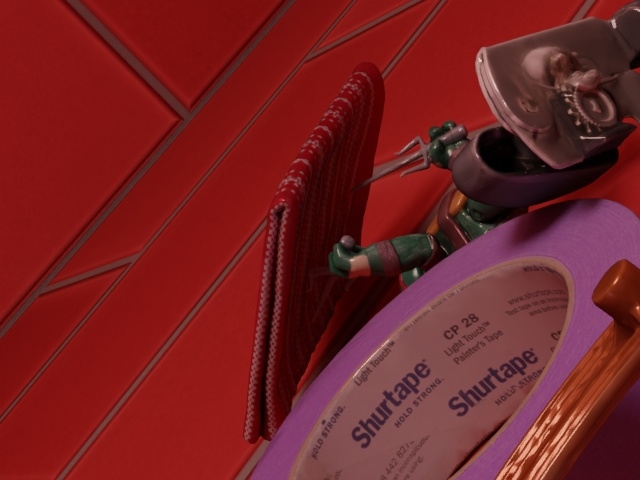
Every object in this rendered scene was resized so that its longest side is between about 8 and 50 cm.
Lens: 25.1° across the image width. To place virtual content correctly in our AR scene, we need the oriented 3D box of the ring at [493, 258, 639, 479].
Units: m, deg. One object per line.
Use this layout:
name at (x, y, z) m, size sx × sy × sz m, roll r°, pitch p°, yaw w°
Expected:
ring at (0.096, 0.062, 0.422) m, size 0.336 × 0.032 × 0.336 m, roll -53°, pitch 3°, yaw 3°

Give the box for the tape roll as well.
tape roll at (0.080, 0.106, 0.727) m, size 0.275 × 0.090 × 0.275 m, roll -41°, pitch 15°, yaw 14°

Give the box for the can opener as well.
can opener at (0.178, -0.088, 0.813) m, size 0.283 × 0.076 × 0.095 m, roll -20°, pitch -19°, yaw -42°

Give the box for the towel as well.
towel at (0.000, 0.000, 1.059) m, size 0.275 × 0.031 × 0.198 m, roll -62°, pitch -19°, yaw -61°

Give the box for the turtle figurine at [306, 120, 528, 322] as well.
turtle figurine at (0.093, -0.025, 0.975) m, size 0.234 × 0.118 × 0.175 m, roll -51°, pitch 5°, yaw 37°
